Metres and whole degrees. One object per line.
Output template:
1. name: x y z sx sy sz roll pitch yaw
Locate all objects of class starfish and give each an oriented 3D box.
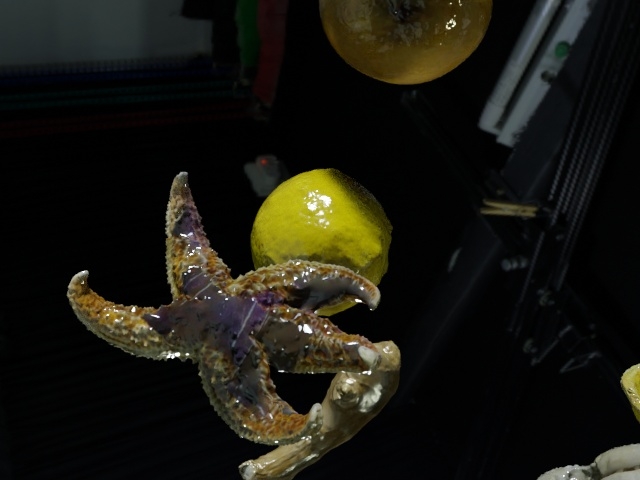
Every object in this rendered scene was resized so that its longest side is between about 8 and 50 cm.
1. starfish: -0.071 0.052 0.513 0.071 0.238 0.215 107 -20 -56

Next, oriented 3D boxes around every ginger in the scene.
1. ginger: 0.009 0.259 0.961 0.086 0.294 0.131 45 -8 28

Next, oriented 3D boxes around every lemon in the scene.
1. lemon: 0.000 0.000 1.091 0.288 0.234 0.233 -81 175 -62

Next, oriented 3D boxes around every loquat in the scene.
1. loquat: 0.131 -0.370 1.009 0.263 0.263 0.262 38 -47 56

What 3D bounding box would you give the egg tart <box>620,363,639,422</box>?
1. egg tart: 0.314 0.147 0.581 0.105 0.105 0.039 48 -43 49

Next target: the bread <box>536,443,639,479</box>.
1. bread: 0.405 0.292 0.723 0.102 0.338 0.183 -74 155 -47
